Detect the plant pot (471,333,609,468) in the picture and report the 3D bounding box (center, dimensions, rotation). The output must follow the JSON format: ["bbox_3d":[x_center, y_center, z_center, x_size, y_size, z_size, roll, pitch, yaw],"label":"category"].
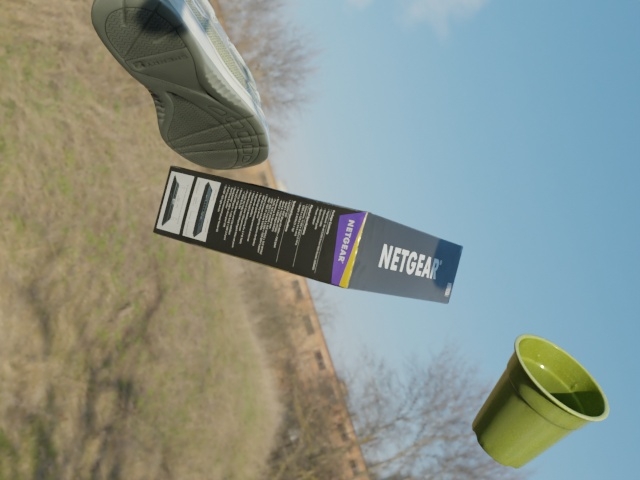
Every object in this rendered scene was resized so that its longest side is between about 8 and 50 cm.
[{"bbox_3d":[0.156,0.127,0.631,0.079,0.083,0.083,-56,-146,26],"label":"plant pot"}]

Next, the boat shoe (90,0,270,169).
[{"bbox_3d":[-0.132,-0.181,0.889,0.320,0.118,0.103,55,33,-57],"label":"boat shoe"}]

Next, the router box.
[{"bbox_3d":[0.000,0.000,0.977,0.309,0.243,0.081,15,90,-62],"label":"router box"}]
